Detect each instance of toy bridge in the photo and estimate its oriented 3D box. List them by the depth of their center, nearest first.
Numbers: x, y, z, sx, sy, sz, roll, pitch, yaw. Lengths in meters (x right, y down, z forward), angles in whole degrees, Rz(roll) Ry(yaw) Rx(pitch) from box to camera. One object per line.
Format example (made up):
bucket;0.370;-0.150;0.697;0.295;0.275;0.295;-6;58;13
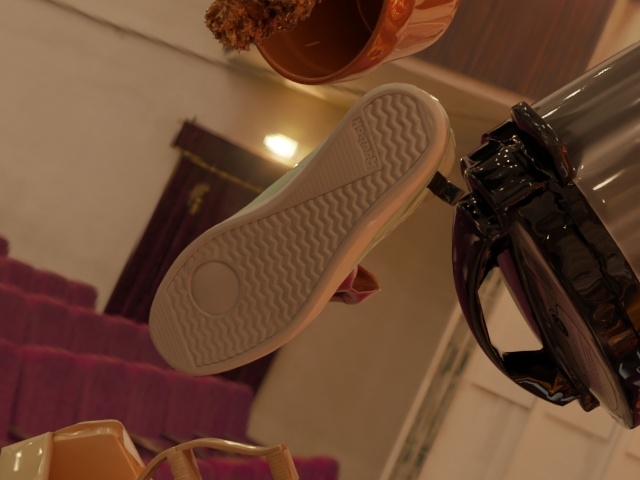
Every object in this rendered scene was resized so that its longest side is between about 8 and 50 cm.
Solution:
toy bridge;-0.114;0.208;0.951;0.188;0.063;0.026;-22;-7;15

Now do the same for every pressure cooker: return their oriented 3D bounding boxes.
pressure cooker;0.344;-0.005;1.175;0.370;0.420;0.375;60;1;2

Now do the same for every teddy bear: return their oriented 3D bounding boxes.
teddy bear;-0.044;-0.299;1.116;0.113;0.245;0.338;21;12;-10

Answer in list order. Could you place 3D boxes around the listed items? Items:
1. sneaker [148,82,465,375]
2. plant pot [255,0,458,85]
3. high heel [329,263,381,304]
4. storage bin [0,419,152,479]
sneaker;0.001;0.000;0.775;0.094;0.256;0.151;50;13;10
plant pot;0.058;-0.360;1.526;0.203;0.291;0.291;-7;19;-43
high heel;0.055;0.046;1.647;0.117;0.082;0.244;-9;-22;-11
storage bin;-0.191;0.334;0.956;0.262;0.123;0.260;-104;174;-61
